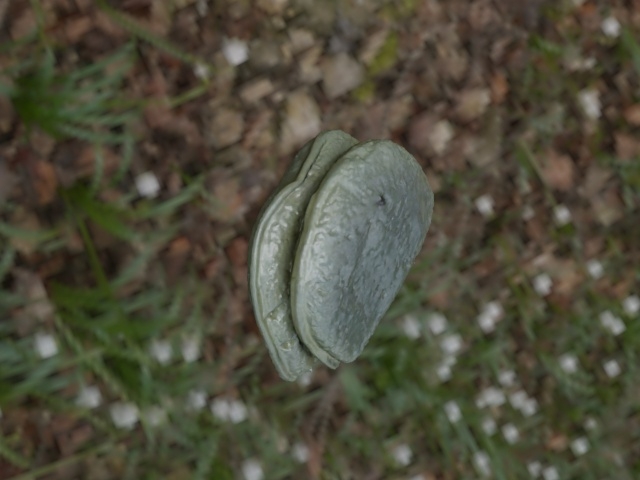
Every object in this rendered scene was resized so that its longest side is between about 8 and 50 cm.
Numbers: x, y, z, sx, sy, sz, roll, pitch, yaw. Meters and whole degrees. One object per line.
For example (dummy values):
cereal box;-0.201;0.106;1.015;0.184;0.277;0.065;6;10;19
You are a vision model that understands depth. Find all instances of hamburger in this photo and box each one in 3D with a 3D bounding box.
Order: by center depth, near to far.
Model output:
hamburger;0.003;0.001;0.849;0.121;0.054;0.084;-64;153;-19
